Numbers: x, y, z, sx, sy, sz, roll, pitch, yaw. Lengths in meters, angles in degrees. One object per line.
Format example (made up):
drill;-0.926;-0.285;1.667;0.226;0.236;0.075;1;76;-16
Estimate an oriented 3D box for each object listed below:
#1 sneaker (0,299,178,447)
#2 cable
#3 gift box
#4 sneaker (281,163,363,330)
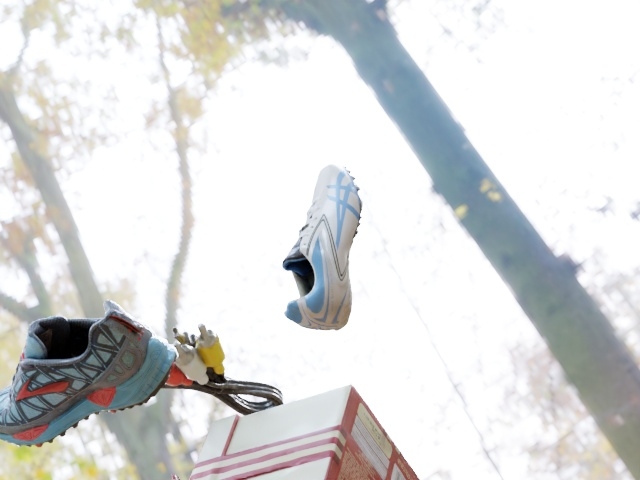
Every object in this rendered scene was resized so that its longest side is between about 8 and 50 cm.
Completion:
sneaker;-0.282;0.132;1.575;0.262;0.104;0.125;-25;-61;28
cable;-0.157;0.209;2.068;0.139;0.072;0.287;-29;-43;11
gift box;-0.026;0.354;1.861;0.258;0.276;0.255;-20;-66;26
sneaker;0.000;0.000;1.761;0.086;0.237;0.085;15;-36;-15
